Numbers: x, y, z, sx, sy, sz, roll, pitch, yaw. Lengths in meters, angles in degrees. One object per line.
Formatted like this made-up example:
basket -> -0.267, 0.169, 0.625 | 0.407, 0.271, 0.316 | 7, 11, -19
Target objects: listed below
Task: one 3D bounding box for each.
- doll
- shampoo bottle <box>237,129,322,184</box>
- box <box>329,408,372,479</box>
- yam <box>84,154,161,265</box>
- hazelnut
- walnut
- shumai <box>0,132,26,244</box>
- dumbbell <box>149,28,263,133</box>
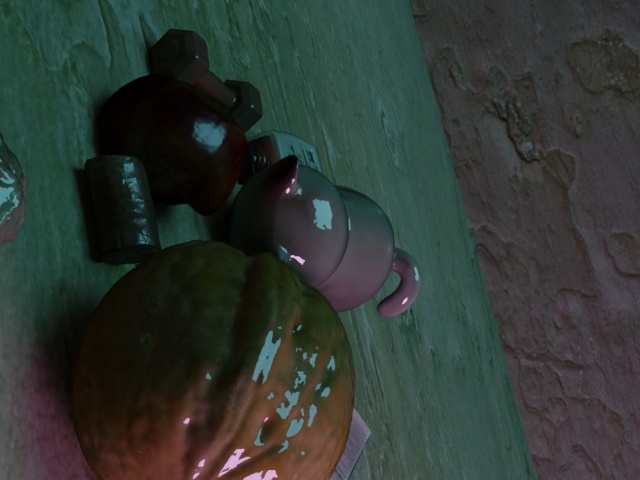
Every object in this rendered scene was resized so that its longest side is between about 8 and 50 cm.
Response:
doll -> -0.013, -0.001, 1.693 | 0.370, 0.226, 0.215 | 22, 82, -53
shampoo bottle -> -0.076, -0.119, 1.828 | 0.284, 0.071, 0.153 | 12, 64, -65
box -> -0.013, 0.336, 1.523 | 0.247, 0.033, 0.129 | -59, 134, -31
yam -> -0.239, -0.037, 1.295 | 0.084, 0.084, 0.127 | 21, 57, -66
hazelnut -> -0.196, -0.130, 1.416 | 0.201, 0.161, 0.170 | 28, 17, -9
walnut -> -0.111, 0.154, 1.154 | 0.333, 0.332, 0.333 | 53, 26, -42
shumai -> -0.378, -0.040, 0.860 | 0.260, 0.222, 0.225 | 33, 63, -15
dumbbell -> -0.173, -0.241, 1.648 | 0.231, 0.082, 0.092 | 37, 38, -58
